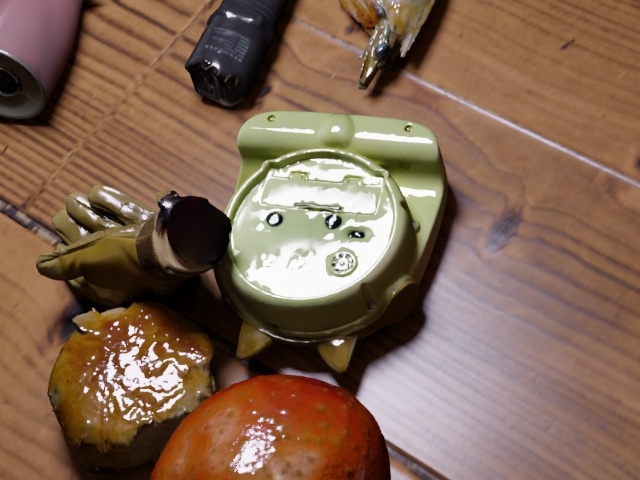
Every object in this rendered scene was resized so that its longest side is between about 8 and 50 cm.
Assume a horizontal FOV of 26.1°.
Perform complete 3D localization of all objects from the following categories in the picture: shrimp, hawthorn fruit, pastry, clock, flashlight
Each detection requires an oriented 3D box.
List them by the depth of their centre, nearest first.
[{"bbox_3d":[-0.045,0.273,1.540,0.275,0.275,0.299,12,47,20],"label":"hawthorn fruit"},{"bbox_3d":[-0.236,0.187,1.731,0.218,0.100,0.229,18,60,19],"label":"pastry"},{"bbox_3d":[0.000,0.000,1.780,0.286,0.117,0.348,5,60,17],"label":"clock"},{"bbox_3d":[0.089,-0.350,2.012,0.168,0.077,0.317,5,55,28],"label":"shrimp"},{"bbox_3d":[-0.077,-0.389,2.057,0.103,0.103,0.424,13,62,21],"label":"flashlight"}]

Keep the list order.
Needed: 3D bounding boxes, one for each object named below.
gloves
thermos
[{"bbox_3d":[-0.247,0.011,1.802,0.331,0.141,0.154,-7,48,50],"label":"gloves"},{"bbox_3d":[-0.444,-0.329,2.080,0.176,0.146,0.265,15,54,4],"label":"thermos"}]
